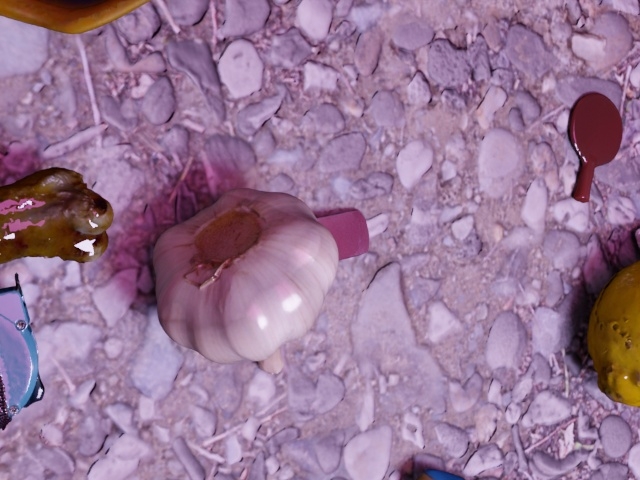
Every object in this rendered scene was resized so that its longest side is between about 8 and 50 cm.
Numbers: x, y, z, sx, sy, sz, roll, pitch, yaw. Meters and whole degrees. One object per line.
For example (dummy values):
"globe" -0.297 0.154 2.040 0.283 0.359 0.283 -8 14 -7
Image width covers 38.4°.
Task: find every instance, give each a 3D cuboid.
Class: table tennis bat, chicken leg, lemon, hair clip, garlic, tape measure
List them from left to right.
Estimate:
"chicken leg" -0.384 -0.016 0.801 0.361 0.140 0.212 -24 80 -39
"tape measure" -0.330 0.111 0.860 0.125 0.081 0.146 -13 96 -16
"garlic" -0.062 0.072 0.965 0.199 0.199 0.226 -41 136 -21
"hair clip" 0.001 0.000 1.066 0.137 0.022 0.054 -11 94 -28
"table tennis bat" 0.375 -0.128 1.265 0.098 0.019 0.155 20 80 -28
"lemon" 0.464 0.120 1.222 0.260 0.204 0.204 -41 110 -18

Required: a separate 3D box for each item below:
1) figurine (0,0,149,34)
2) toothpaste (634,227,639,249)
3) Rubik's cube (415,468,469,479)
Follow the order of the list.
"figurine" -0.322 -0.288 0.707 0.387 0.268 0.401 -39 75 12
"toothpaste" 0.555 -0.036 1.355 0.239 0.039 0.062 -28 100 -23
"Rubik's cube" 0.193 0.379 1.079 0.254 0.254 0.255 -1 93 -28
